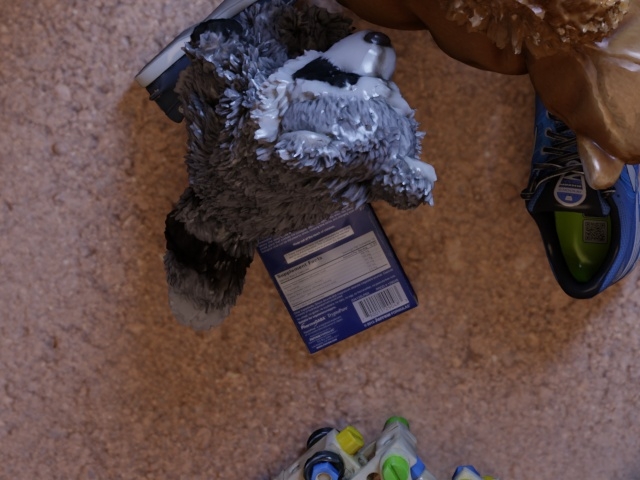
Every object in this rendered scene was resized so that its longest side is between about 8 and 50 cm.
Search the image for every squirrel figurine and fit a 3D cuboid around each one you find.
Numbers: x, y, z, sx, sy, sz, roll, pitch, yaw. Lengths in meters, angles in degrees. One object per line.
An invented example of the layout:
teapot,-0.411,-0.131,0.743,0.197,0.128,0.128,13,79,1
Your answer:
squirrel figurine,0.193,-0.227,1.686,0.281,0.397,0.370,-41,78,6

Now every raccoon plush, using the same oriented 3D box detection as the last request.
raccoon plush,-0.017,-0.024,1.817,0.216,0.299,0.446,-3,126,-15

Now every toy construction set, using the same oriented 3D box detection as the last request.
toy construction set,0.034,0.334,2.096,0.328,0.151,0.215,-45,104,3

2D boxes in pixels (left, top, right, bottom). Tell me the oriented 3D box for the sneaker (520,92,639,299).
sneaker,0.281,-0.090,1.924,0.129,0.147,0.330,-2,110,20

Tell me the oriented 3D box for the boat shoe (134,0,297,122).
boat shoe,-0.078,-0.216,1.918,0.254,0.095,0.079,-37,104,13

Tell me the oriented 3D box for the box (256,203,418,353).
box,0.000,0.000,2.025,0.136,0.036,0.225,-24,108,8
